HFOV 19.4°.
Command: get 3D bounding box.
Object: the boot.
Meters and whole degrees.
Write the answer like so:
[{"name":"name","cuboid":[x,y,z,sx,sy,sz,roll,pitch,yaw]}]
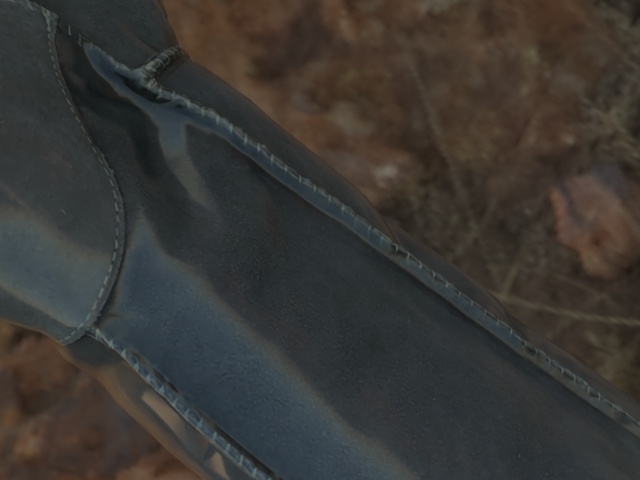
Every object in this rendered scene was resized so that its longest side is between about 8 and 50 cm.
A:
[{"name":"boot","cuboid":[-0.001,0.001,0.386,0.076,0.208,0.189,-54,13,35]}]
